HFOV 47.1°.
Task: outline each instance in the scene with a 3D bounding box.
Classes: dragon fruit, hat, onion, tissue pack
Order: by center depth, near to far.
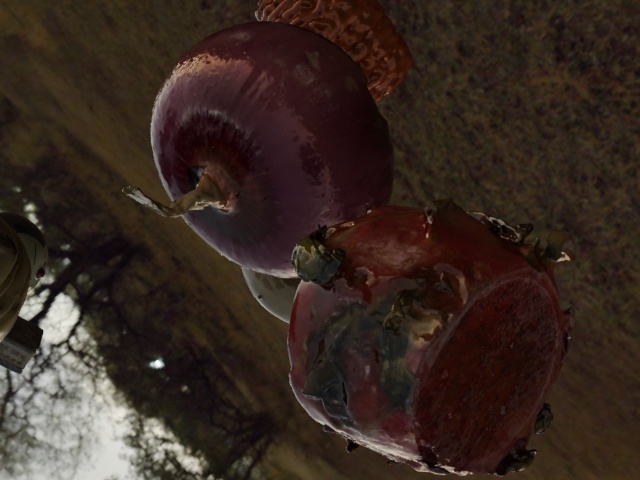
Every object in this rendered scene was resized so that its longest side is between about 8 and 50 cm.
[{"bbox_3d":[0.103,0.078,0.561,0.147,0.211,0.282,8,153,47],"label":"dragon fruit"},{"bbox_3d":[-0.086,-0.101,1.012,0.358,0.345,0.358,41,164,14],"label":"onion"},{"bbox_3d":[-0.490,0.126,1.077,0.156,0.051,0.112,35,-178,-19],"label":"tissue pack"},{"bbox_3d":[-0.066,-0.291,1.257,0.285,0.400,0.285,54,180,1],"label":"hat"}]

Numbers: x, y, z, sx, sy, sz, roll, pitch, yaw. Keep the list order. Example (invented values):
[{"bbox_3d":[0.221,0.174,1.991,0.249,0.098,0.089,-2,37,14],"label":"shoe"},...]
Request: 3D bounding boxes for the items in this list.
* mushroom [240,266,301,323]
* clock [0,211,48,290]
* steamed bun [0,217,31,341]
[{"bbox_3d":[0.000,0.000,1.346,0.292,0.292,0.290,44,145,18],"label":"mushroom"},{"bbox_3d":[-0.578,0.031,1.231,0.146,0.243,0.200,44,121,25],"label":"clock"},{"bbox_3d":[-0.449,0.016,0.783,0.275,0.206,0.320,55,-159,10],"label":"steamed bun"}]
